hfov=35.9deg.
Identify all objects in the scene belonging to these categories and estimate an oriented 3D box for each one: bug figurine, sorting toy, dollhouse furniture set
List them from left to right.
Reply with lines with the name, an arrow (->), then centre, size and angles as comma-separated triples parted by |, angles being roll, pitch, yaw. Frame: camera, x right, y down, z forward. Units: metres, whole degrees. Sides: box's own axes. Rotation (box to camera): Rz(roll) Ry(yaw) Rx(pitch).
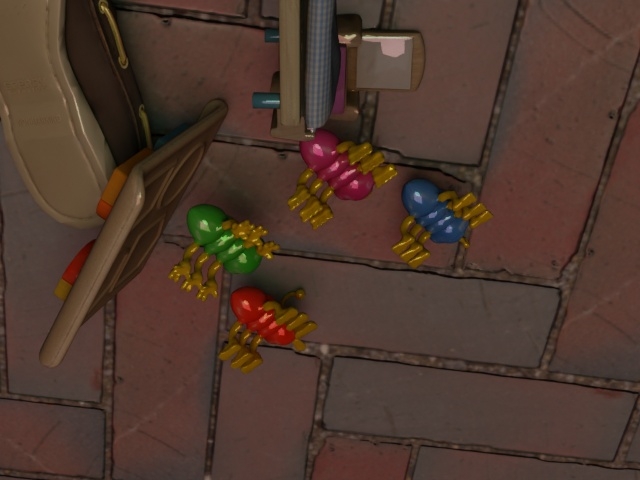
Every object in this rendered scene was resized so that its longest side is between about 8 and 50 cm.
sorting toy -> -0.157, -0.016, 0.817 | 0.038, 0.208, 0.193 | 32, 118, -3
bug figurine -> 0.000, 0.000, 0.878 | 0.279, 0.072, 0.216 | -32, 136, 14
dollhouse furniture set -> 0.059, -0.167, 0.663 | 0.198, 0.303, 0.286 | 1, 121, 2

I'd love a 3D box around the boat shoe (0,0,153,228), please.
boat shoe -> -0.215, -0.170, 0.789 | 0.116, 0.097, 0.324 | 1, 122, 24
